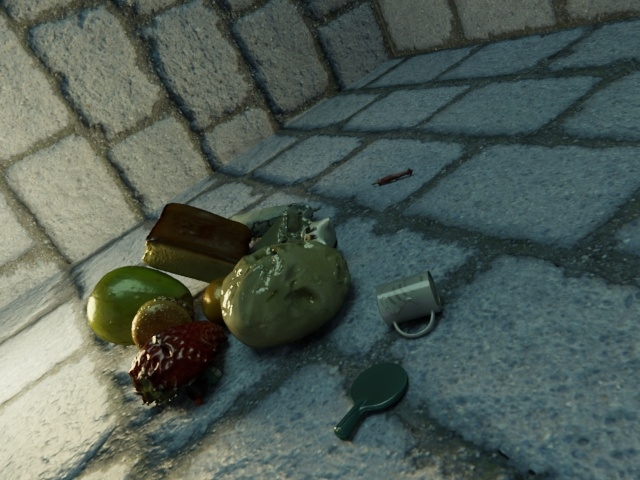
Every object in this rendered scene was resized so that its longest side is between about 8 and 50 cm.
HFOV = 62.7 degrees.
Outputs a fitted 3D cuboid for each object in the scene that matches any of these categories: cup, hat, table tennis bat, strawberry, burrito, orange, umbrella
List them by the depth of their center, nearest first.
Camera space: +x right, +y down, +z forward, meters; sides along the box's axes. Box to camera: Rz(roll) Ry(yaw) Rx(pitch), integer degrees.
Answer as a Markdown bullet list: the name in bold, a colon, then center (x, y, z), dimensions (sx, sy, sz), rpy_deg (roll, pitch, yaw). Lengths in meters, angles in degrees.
- **table tennis bat**: center (0.095, 0.318, 1.056), dimensions (0.124, 0.033, 0.201), rpy_deg (0, 34, 48)
- **cup**: center (0.202, 0.143, 1.197), dimensions (0.133, 0.099, 0.136), rpy_deg (-18, 26, 17)
- **strawberry**: center (-0.373, 0.290, 1.370), dimensions (0.280, 0.150, 0.253), rpy_deg (-42, 10, -29)
- **orange**: center (-0.279, 0.178, 1.554), dimensions (0.156, 0.134, 0.156), rpy_deg (-34, -7, -5)
- **hat**: center (-0.114, 0.023, 1.781), dimensions (0.245, 0.149, 0.214), rpy_deg (-57, 22, 26)
- **umbrella**: center (0.262, -0.229, 1.920), dimensions (0.165, 0.027, 0.025), rpy_deg (-18, 1, 25)
- **burrito**: center (-0.195, -0.073, 1.993), dimensions (0.445, 0.101, 0.139), rpy_deg (-11, 26, 31)

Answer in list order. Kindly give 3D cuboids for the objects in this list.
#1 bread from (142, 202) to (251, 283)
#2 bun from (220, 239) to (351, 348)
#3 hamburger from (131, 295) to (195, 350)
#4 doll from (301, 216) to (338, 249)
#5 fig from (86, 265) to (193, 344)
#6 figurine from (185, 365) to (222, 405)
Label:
- **bread**: center (-0.413, 0.011, 1.806), dimensions (0.333, 0.143, 0.324), rpy_deg (16, 24, -13)
- **bun**: center (-0.101, 0.117, 1.403), dimensions (0.362, 0.235, 0.326), rpy_deg (-29, 19, -18)
- **hamburger**: center (-0.450, 0.252, 1.532), dimensions (0.191, 0.182, 0.118), rpy_deg (-33, 20, -5)
- **doll**: center (-0.002, 0.002, 1.587), dimensions (0.106, 0.181, 0.110), rpy_deg (-2, 74, 5)
- **fig**: center (-0.565, 0.209, 1.682), dimensions (0.326, 0.258, 0.258), rpy_deg (-3, 31, 9)
- **figurine**: center (-0.294, 0.367, 1.336), dimensions (0.060, 0.047, 0.106), rpy_deg (35, 49, 15)
